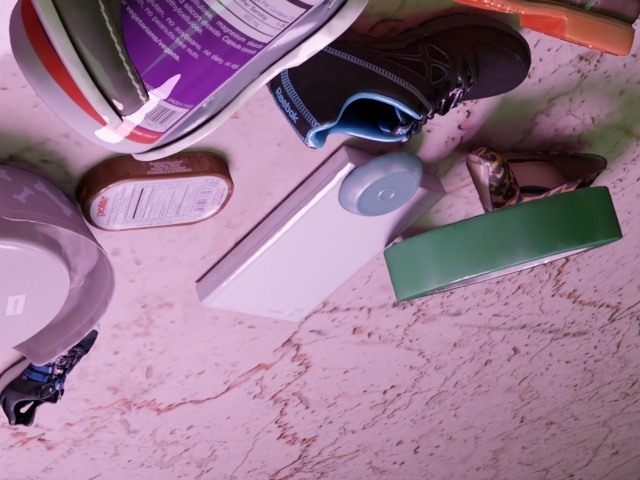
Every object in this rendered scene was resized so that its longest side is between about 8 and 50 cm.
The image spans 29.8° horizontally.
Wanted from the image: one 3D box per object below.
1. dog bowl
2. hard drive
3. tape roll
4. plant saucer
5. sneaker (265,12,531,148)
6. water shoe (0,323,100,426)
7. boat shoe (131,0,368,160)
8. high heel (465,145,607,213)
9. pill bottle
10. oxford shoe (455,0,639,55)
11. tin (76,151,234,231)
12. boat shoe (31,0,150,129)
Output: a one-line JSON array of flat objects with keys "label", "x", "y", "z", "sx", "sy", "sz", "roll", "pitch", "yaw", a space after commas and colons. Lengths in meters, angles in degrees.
[{"label": "dog bowl", "x": -0.414, "y": 0.046, "z": 1.361, "sx": 0.348, "sy": 0.102, "sz": 0.349, "roll": -17, "pitch": 150, "yaw": -10}, {"label": "hard drive", "x": 0.000, "y": 0.000, "z": 1.636, "sx": 0.203, "sy": 0.040, "sz": 0.307, "roll": 14, "pitch": 133, "yaw": -46}, {"label": "tape roll", "x": 0.249, "y": 0.007, "z": 1.655, "sx": 0.321, "sy": 0.077, "sz": 0.321, "roll": -15, "pitch": 175, "yaw": -1}, {"label": "plant saucer", "x": 0.081, "y": -0.065, "z": 1.528, "sx": 0.119, "sy": 0.021, "sz": 0.119, "roll": -18, "pitch": 149, "yaw": -11}, {"label": "sneaker", "x": 0.098, "y": -0.166, "z": 1.342, "sx": 0.340, "sy": 0.140, "sz": 0.125, "roll": -8, "pitch": 147, "yaw": -25}, {"label": "water shoe", "x": -0.360, "y": 0.181, "z": 1.631, "sx": 0.073, "sy": 0.080, "sz": 0.203, "roll": 13, "pitch": 134, "yaw": -47}, {"label": "boat shoe", "x": -0.099, "y": -0.196, "z": 1.212, "sx": 0.319, "sy": 0.116, "sz": 0.099, "roll": -31, "pitch": 123, "yaw": 26}, {"label": "high heel", "x": 0.296, "y": -0.103, "z": 1.615, "sx": 0.186, "sy": 0.093, "sz": 0.261, "roll": -22, "pitch": 165, "yaw": 7}, {"label": "pill bottle", "x": -0.109, "y": -0.233, "z": 1.053, "sx": 0.323, "sy": 0.182, "sz": 0.181, "roll": -37, "pitch": 147, "yaw": 21}, {"label": "oxford shoe", "x": 0.199, "y": -0.302, "z": 1.256, "sx": 0.363, "sy": 0.130, "sz": 0.133, "roll": 11, "pitch": 103, "yaw": -35}, {"label": "tin", "x": -0.192, "y": -0.057, "z": 1.419, "sx": 0.189, "sy": 0.040, "sz": 0.106, "roll": -6, "pitch": 141, "yaw": -27}, {"label": "boat shoe", "x": -0.197, "y": -0.236, "z": 0.927, "sx": 0.091, "sy": 0.305, "sz": 0.109, "roll": -26, "pitch": -167, "yaw": -7}]
